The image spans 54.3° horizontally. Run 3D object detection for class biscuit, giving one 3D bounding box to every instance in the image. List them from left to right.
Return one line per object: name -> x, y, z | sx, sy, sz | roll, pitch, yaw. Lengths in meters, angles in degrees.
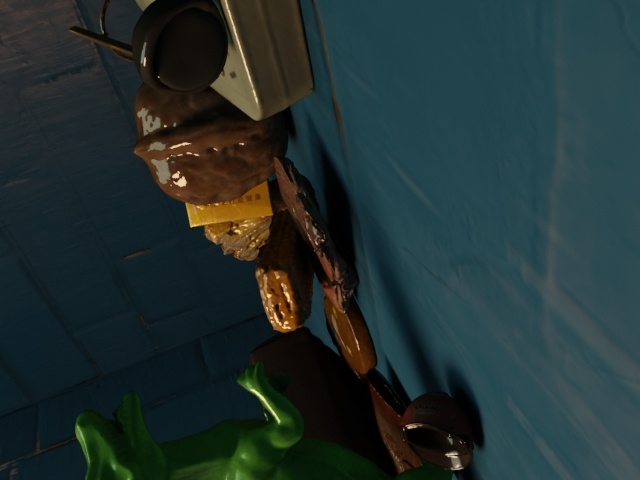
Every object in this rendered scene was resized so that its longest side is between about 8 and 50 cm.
biscuit -> -0.045, 0.027, 0.922 | 0.379, 0.054, 0.094 | -88, -19, -77
biscuit -> 0.041, 0.147, 1.000 | 0.236, 0.039, 0.180 | 109, 141, -74

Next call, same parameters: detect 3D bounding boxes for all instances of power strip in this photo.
power strip -> -0.105, -0.287, 0.674 | 0.261, 0.141, 0.229 | 42, 156, 41

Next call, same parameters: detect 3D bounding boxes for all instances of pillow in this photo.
pillow -> 0.000, 0.000, 0.809 | 0.248, 0.049, 0.135 | 67, 178, -60

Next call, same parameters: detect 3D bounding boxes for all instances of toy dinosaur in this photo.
toy dinosaur -> 0.010, 0.343, 0.594 | 0.144, 0.374, 0.500 | 128, 124, -71

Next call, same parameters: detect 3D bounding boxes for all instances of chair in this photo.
chair -> -0.161, -0.206, 0.619 | 0.095, 0.104, 0.221 | 33, -175, -41

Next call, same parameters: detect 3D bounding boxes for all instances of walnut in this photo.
walnut -> -0.155, -0.160, 0.873 | 0.224, 0.224, 0.224 | 159, 90, -81

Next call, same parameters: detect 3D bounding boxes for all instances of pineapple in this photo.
pineapple -> -0.117, -0.038, 1.199 | 0.236, 0.186, 0.114 | 0, -127, -54

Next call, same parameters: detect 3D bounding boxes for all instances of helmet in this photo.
helmet -> 0.107, 0.165, 0.561 | 0.084, 0.065, 0.049 | 65, -144, -43

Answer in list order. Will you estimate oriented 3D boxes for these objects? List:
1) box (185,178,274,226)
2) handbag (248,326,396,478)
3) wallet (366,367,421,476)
box -> -0.175, -0.165, 1.071 | 0.043, 0.152, 0.269 | -93, -5, -75
handbag -> 0.001, 0.329, 1.064 | 0.302, 0.178, 0.275 | 64, -178, 33
wallet -> 0.118, 0.295, 0.871 | 0.137, 0.031, 0.255 | 56, 166, 45
